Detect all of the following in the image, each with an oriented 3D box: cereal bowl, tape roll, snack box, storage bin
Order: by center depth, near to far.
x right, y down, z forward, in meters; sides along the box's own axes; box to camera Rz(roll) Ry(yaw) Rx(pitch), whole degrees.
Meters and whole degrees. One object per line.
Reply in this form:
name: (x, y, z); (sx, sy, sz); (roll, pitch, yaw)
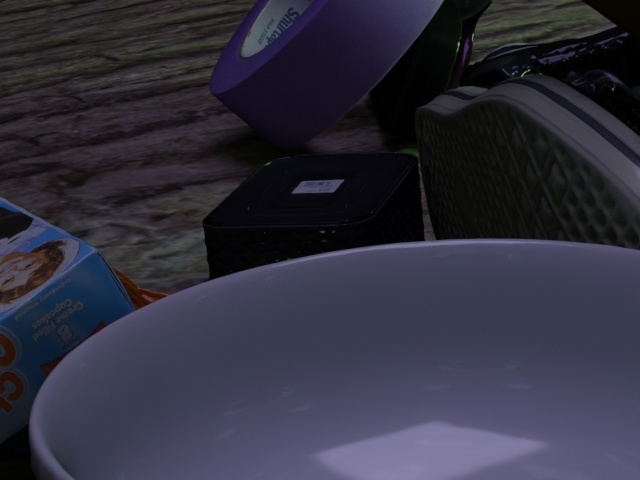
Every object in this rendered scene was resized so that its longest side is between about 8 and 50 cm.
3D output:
cereal bowl: (0.050, 0.114, 0.767); (0.339, 0.141, 0.339); (-6, 17, 2)
snack box: (-0.261, 0.097, 0.879); (0.322, 0.060, 0.187); (-37, 28, -18)
storage bin: (0.000, 0.000, 1.252); (0.122, 0.084, 0.180); (-1, 19, 16)
tape roll: (0.015, -0.218, 1.676); (0.275, 0.090, 0.275); (-45, 17, 18)

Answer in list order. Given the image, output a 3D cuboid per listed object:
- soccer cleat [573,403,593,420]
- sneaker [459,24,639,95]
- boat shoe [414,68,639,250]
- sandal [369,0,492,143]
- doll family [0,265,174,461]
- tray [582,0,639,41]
soccer cleat: (0.096, 0.097, 0.956); (0.076, 0.068, 0.196); (-46, 41, -19)
sneaker: (0.239, -0.152, 1.690); (0.217, 0.079, 0.121); (-5, 18, 32)
boat shoe: (0.177, -0.024, 1.098); (0.156, 0.187, 0.500); (-10, 10, -5)
sandal: (0.117, -0.201, 1.803); (0.107, 0.168, 0.446); (18, 23, -8)
doll family: (-0.125, 0.087, 0.948); (0.163, 0.118, 0.263); (-11, 19, -7)
tray: (0.315, -0.107, 1.022); (0.411, 0.076, 0.203); (30, -11, -30)
